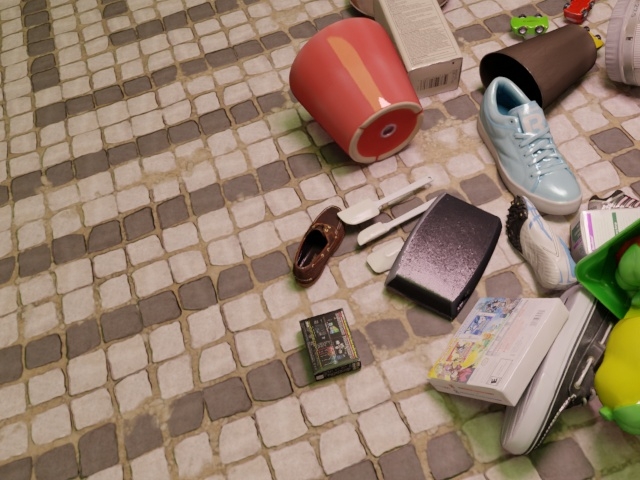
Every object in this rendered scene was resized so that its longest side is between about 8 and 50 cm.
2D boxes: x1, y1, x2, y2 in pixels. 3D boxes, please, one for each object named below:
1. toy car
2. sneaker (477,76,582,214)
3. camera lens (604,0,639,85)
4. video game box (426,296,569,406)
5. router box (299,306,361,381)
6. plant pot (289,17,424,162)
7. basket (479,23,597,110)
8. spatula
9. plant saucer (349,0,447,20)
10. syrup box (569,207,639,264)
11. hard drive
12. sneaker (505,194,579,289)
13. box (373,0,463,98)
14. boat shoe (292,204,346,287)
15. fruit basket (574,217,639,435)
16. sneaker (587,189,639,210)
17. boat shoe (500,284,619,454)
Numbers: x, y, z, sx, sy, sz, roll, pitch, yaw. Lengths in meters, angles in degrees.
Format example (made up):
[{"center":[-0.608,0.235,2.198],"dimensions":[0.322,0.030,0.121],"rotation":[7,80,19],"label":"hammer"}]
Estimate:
[{"center":[0.617,-0.564,1.657],"dimensions":[0.225,0.053,0.239],"rotation":[2,54,10],"label":"toy car"},{"center":[0.449,-0.217,1.371],"dimensions":[0.135,0.150,0.366],"rotation":[-22,54,-7],"label":"sneaker"},{"center":[0.819,-0.457,1.416],"dimensions":[0.274,0.219,0.219],"rotation":[14,56,39],"label":"camera lens"},{"center":[0.308,0.187,1.099],"dimensions":[0.205,0.048,0.187],"rotation":[-49,22,-24],"label":"video game box"},{"center":[0.018,0.199,1.204],"dimensions":[0.092,0.038,0.122],"rotation":[-16,54,-3],"label":"router box"},{"center":[0.099,-0.332,1.455],"dimensions":[0.275,0.275,0.243],"rotation":[-25,63,-9],"label":"plant pot"},{"center":[0.536,-0.418,1.509],"dimensions":[0.227,0.154,0.204],"rotation":[-31,58,-18],"label":"basket"},{"center":[0.180,-0.043,1.356],"dimensions":[0.242,0.019,0.168],"rotation":[-25,63,-16],"label":"spatula"},{"center":[0.234,-0.725,1.834],"dimensions":[0.310,0.050,0.311],"rotation":[-4,53,6],"label":"plant saucer"},{"center":[0.619,-0.007,1.216],"dimensions":[0.236,0.093,0.096],"rotation":[-1,72,7],"label":"syrup box"},{"center":[0.257,0.021,1.278],"dimensions":[0.172,0.054,0.255],"rotation":[27,63,16],"label":"hard drive"},{"center":[0.447,0.004,1.264],"dimensions":[0.086,0.085,0.237],"rotation":[4,46,-22],"label":"sneaker"},{"center":[0.244,-0.529,1.614],"dimensions":[0.148,0.121,0.311],"rotation":[-14,63,-1],"label":"box"},{"center":[0.000,0.000,1.331],"dimensions":[0.073,0.073,0.207],"rotation":[12,56,18],"label":"boat shoe"},{"center":[0.589,0.133,0.986],"dimensions":[0.392,0.283,0.392],"rotation":[14,52,-19],"label":"fruit basket"},{"center":[0.633,-0.071,1.291],"dimensions":[0.170,0.063,0.075],"rotation":[-5,60,11],"label":"sneaker"},{"center":[0.423,0.230,1.069],"dimensions":[0.119,0.121,0.335],"rotation":[33,68,6],"label":"boat shoe"}]
